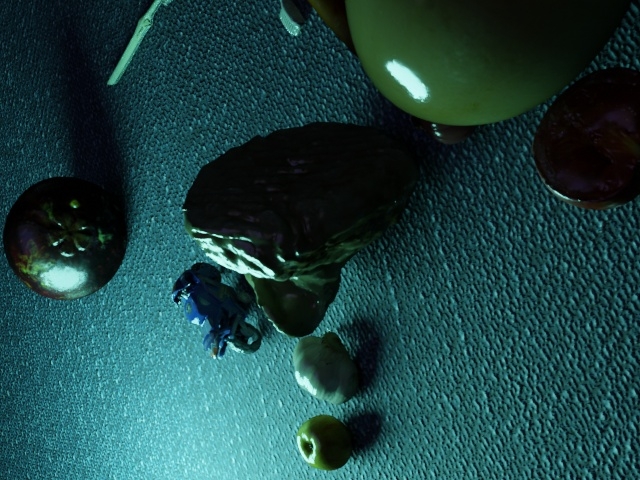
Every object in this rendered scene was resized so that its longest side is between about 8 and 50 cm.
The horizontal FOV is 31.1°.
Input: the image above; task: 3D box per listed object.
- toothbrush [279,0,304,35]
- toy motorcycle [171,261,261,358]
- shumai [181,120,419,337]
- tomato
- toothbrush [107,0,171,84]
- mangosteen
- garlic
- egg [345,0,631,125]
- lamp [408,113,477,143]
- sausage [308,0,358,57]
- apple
[{"bbox_3d":[-0.099,-0.428,1.777,0.307,0.025,0.029,60,144,27],"label":"toothbrush"},{"bbox_3d":[-0.176,0.109,1.862,0.205,0.114,0.076,55,132,33],"label":"toy motorcycle"},{"bbox_3d":[0.000,0.000,1.572,0.267,0.314,0.262,-93,-14,-52],"label":"shumai"},{"bbox_3d":[0.313,-0.102,1.243,0.139,0.091,0.159,30,90,36],"label":"tomato"},{"bbox_3d":[-0.325,-0.370,2.069,0.294,0.026,0.028,-43,62,46],"label":"toothbrush"},{"bbox_3d":[-0.479,-0.008,2.179,0.289,0.231,0.231,-149,58,-80],"label":"mangosteen"},{"bbox_3d":[0.004,0.192,1.679,0.113,0.074,0.094,38,114,25],"label":"garlic"},{"bbox_3d":[0.175,-0.288,1.221,0.301,0.301,0.374,58,134,30],"label":"egg"},{"bbox_3d":[0.153,-0.171,1.425,0.092,0.107,0.107,-27,67,7],"label":"lamp"},{"bbox_3d":[0.034,-0.327,1.569,0.300,0.089,0.083,53,140,34],"label":"sausage"},{"bbox_3d":[0.005,0.298,1.689,0.084,0.071,0.084,11,105,50],"label":"apple"}]
